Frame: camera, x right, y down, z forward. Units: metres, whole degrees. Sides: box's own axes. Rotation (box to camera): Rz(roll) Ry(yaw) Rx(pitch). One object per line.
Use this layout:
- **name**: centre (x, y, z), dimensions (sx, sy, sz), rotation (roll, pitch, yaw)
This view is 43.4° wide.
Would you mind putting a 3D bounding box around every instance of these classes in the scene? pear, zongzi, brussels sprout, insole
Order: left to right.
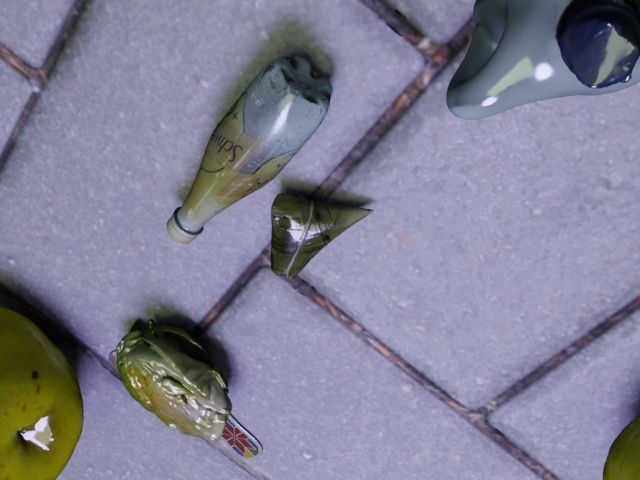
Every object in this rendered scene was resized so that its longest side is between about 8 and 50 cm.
- **pear**: centre (-0.472, 0.231, 1.095), dimensions (0.294, 0.294, 0.294), rotation (9, 124, 14)
- **brussels sprout**: centre (-0.192, 0.185, 1.063), dimensions (0.181, 0.100, 0.139), rotation (32, 130, -3)
- **insole**: centre (-0.155, 0.246, 1.146), dimensions (0.065, 0.006, 0.193), rotation (-33, 106, 33)
- **zongzi**: centre (0.000, 0.000, 0.912), dimensions (0.113, 0.052, 0.104), rotation (5, 131, 2)

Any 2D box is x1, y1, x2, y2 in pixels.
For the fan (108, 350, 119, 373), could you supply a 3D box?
- **fan**: centre (-0.264, 0.179, 1.144), dimensions (0.080, 0.003, 0.060), rotation (-7, 119, 24)

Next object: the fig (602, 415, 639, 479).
- **fig**: centre (0.452, 0.301, 0.818), dimensions (0.326, 0.258, 0.258), rotation (10, 125, -2)

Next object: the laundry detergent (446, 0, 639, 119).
- **laundry detergent**: centre (0.188, -0.166, 0.589), dimensions (0.215, 0.280, 0.105), rotation (-29, 110, 32)

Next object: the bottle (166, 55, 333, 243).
- **bottle**: centre (-0.089, -0.083, 0.864), dimensions (0.083, 0.083, 0.270), rotation (40, 126, -7)
